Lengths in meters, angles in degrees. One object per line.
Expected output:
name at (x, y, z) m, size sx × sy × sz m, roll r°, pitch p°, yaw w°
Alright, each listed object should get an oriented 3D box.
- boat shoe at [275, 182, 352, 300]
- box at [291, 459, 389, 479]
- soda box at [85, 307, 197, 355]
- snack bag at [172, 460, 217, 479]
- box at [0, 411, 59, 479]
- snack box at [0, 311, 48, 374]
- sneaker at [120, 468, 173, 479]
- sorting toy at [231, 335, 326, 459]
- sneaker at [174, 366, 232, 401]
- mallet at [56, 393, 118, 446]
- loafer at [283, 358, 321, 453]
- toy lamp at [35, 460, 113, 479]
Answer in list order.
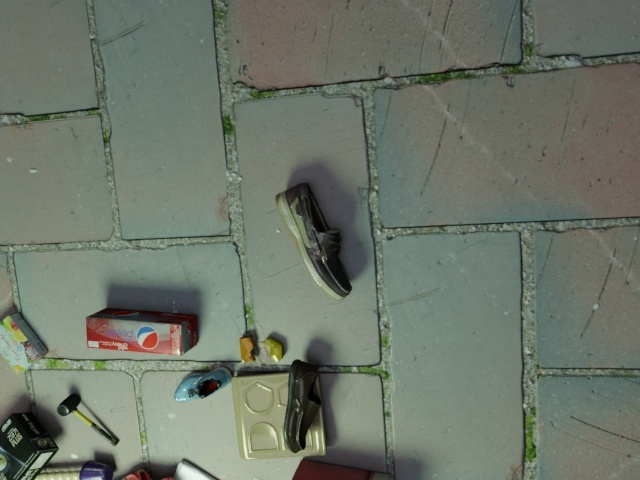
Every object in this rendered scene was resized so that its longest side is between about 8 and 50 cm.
boat shoe at (0.000, 0.000, 1.233) m, size 0.092 × 0.103 × 0.285 m, roll -31°, pitch 85°, yaw 20°
box at (0.045, 0.644, 1.309) m, size 0.232 × 0.127 × 0.149 m, roll 5°, pitch 99°, yaw 11°
soda box at (-0.450, 0.229, 1.367) m, size 0.263 × 0.092 × 0.084 m, roll 3°, pitch 99°, yaw 12°
snack bag at (-0.300, 0.790, 1.452) m, size 0.342 × 0.037 × 0.323 m, roll 30°, pitch 104°, yaw 6°
box at (-0.829, 0.586, 1.470) m, size 0.147 × 0.077 × 0.180 m, roll 39°, pitch 90°, yaw 23°
snack box at (-0.831, 0.283, 1.485) m, size 0.100 × 0.037 × 0.141 m, roll -38°, pitch 89°, yaw 16°
sneaker at (-0.513, 0.689, 1.460) m, size 0.313 × 0.116 × 0.136 m, roll -5°, pitch 70°, yaw 20°
sorting toy at (-0.109, 0.387, 1.351) m, size 0.229 × 0.041 × 0.307 m, roll -6°, pitch 91°, yaw 10°
sneaker at (-0.306, 0.370, 1.368) m, size 0.162 × 0.073 × 0.063 m, roll -26°, pitch 93°, yaw 14°
mallet at (-0.626, 0.492, 1.480) m, size 0.189 × 0.062 × 0.039 m, roll 40°, pitch 106°, yaw -12°
loafer at (-0.038, 0.394, 1.276) m, size 0.078 × 0.080 × 0.220 m, roll 3°, pitch 92°, yaw 10°
toy lamp at (-0.703, 0.654, 1.496) m, size 0.274 × 0.080 × 0.080 m, roll -11°, pitch 96°, yaw 15°
